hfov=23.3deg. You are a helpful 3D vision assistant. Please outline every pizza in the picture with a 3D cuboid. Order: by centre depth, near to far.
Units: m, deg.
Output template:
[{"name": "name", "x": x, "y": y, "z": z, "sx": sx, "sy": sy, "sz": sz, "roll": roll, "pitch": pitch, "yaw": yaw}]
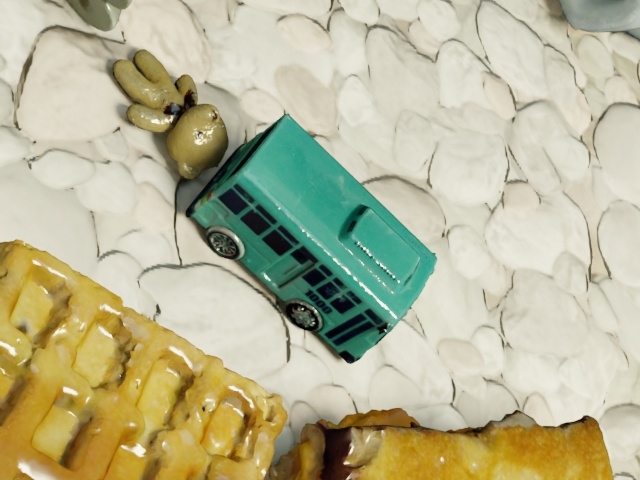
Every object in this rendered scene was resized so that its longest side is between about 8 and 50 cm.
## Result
[{"name": "pizza", "x": 0.064, "y": 0.237, "z": 0.972, "sx": 0.278, "sy": 0.114, "sz": 0.409, "roll": 44, "pitch": 50, "yaw": -12}]

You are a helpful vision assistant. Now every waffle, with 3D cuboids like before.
[{"name": "waffle", "x": -0.162, "y": 0.174, "z": 0.857, "sx": 0.224, "sy": 0.098, "sz": 0.327, "roll": 37, "pitch": 53, "yaw": -18}]

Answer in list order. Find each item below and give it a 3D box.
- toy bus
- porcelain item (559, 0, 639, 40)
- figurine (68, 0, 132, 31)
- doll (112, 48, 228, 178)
[{"name": "toy bus", "x": 0.000, "y": 0.000, "z": 1.051, "sx": 0.160, "sy": 0.092, "sz": 0.079, "roll": 44, "pitch": 52, "yaw": -10}, {"name": "porcelain item", "x": 0.382, "y": -0.280, "z": 1.393, "sx": 0.405, "sy": 0.178, "sz": 0.242, "roll": -10, "pitch": 76, "yaw": -35}, {"name": "figurine", "x": -0.034, "y": -0.304, "z": 1.085, "sx": 0.205, "sy": 0.224, "sz": 0.382, "roll": 48, "pitch": 51, "yaw": -3}, {"name": "doll", "x": -0.104, "y": -0.087, "z": 1.063, "sx": 0.093, "sy": 0.051, "sz": 0.061, "roll": 35, "pitch": 48, "yaw": 21}]
